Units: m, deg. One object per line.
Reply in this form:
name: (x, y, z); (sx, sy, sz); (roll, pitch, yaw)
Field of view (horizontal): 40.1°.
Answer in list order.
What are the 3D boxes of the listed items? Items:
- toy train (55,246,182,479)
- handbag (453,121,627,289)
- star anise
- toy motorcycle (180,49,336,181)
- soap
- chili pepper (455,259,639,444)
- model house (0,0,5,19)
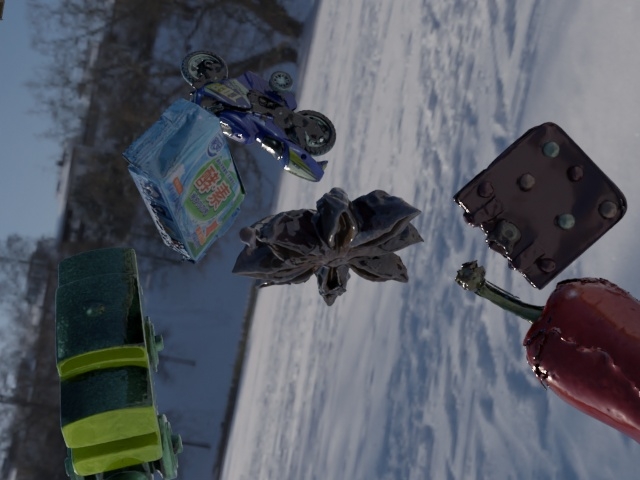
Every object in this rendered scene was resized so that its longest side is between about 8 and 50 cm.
toy train: (-0.333, 0.204, 1.396); (0.442, 0.179, 0.272); (-112, 15, -49)
handbag: (0.347, -0.057, 1.390); (0.216, 0.203, 0.074); (-41, -4, -1)
star anise: (0.001, 0.000, 0.930); (0.230, 0.262, 0.081); (-22, 64, 36)
toy motorcycle: (-0.119, -0.212, 1.519); (0.169, 0.315, 0.113); (-61, 1, -33)
soap: (-0.203, -0.087, 1.381); (0.156, 0.077, 0.293); (-54, -22, -21)
chili pepper: (0.279, 0.117, 0.698); (0.110, 0.388, 0.110); (-33, -41, -34)
model house: (-0.347, -0.351, 0.888); (0.181, 0.176, 0.248); (17, 126, 45)
